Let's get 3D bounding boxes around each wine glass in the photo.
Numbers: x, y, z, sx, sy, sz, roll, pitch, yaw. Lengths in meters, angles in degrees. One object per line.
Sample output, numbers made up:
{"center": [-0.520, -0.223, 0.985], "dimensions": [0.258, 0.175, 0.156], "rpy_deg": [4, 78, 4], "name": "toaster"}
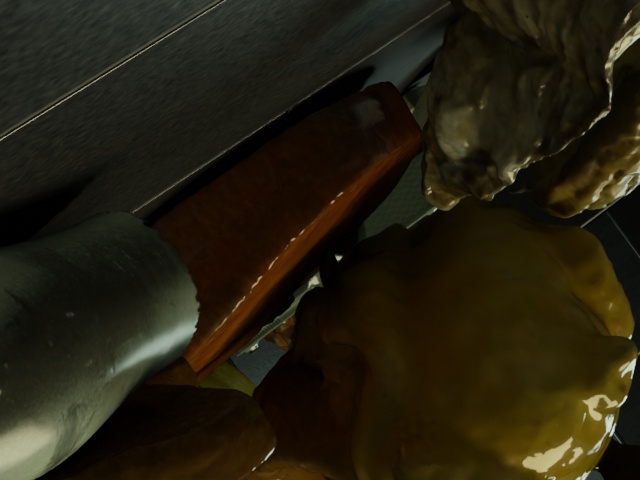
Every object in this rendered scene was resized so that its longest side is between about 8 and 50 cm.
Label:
{"center": [-0.144, 0.061, 0.565], "dimensions": [0.103, 0.103, 0.222], "rpy_deg": [-37, 177, 38], "name": "wine glass"}

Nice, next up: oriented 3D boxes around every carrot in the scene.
{"center": [-0.041, 0.001, 0.971], "dimensions": [0.258, 0.100, 0.307], "rpy_deg": [-38, 178, -45], "name": "carrot"}

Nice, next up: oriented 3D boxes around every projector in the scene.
{"center": [0.000, 0.000, 1.430], "dimensions": [0.250, 0.108, 0.198], "rpy_deg": [-33, 176, -44], "name": "projector"}

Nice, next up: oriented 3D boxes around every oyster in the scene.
{"center": [0.142, -0.140, 0.665], "dimensions": [0.166, 0.110, 0.341], "rpy_deg": [-41, 179, -42], "name": "oyster"}

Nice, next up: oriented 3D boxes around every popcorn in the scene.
{"center": [0.079, 0.105, 1.002], "dimensions": [0.316, 0.281, 0.297], "rpy_deg": [-32, -151, 16], "name": "popcorn"}

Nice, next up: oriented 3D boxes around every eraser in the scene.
{"center": [0.062, -0.107, 1.234], "dimensions": [0.083, 0.019, 0.038], "rpy_deg": [-38, 176, 38], "name": "eraser"}

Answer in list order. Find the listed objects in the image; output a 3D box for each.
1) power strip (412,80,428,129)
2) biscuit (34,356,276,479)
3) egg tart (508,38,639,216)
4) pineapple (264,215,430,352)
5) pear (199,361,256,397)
{"center": [0.129, -0.139, 1.134], "dimensions": [0.075, 0.042, 0.175], "rpy_deg": [-33, 167, -20], "name": "power strip"}
{"center": [-0.163, 0.105, 0.690], "dimensions": [0.278, 0.043, 0.301], "rpy_deg": [-14, -164, -3], "name": "biscuit"}
{"center": [0.251, -0.162, 1.013], "dimensions": [0.339, 0.153, 0.351], "rpy_deg": [-45, 179, 17], "name": "egg tart"}
{"center": [0.034, -0.002, 1.706], "dimensions": [0.169, 0.169, 0.340], "rpy_deg": [-33, 163, -51], "name": "pineapple"}
{"center": [-0.245, 0.242, 1.745], "dimensions": [0.340, 0.191, 0.386], "rpy_deg": [-30, 176, -30], "name": "pear"}
